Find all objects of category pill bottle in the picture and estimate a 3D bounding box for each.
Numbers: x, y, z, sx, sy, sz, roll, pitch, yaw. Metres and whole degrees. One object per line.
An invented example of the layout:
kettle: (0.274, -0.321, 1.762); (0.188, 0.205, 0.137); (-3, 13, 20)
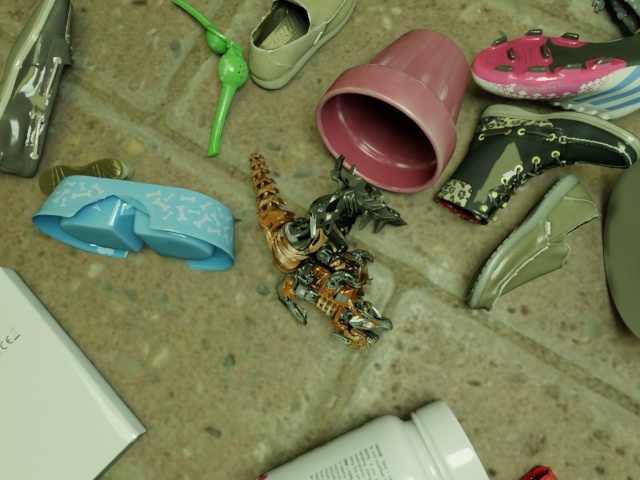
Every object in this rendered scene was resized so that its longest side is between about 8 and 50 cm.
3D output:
pill bottle: (0.064, 0.329, 0.606); (0.283, 0.160, 0.160); (-26, 79, 0)

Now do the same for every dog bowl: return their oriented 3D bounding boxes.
dog bowl: (-0.266, -0.026, 0.703); (0.297, 0.166, 0.074); (8, 69, 7)
dog bowl: (0.463, 0.006, 0.578); (0.104, 0.265, 0.265); (0, 80, 7)

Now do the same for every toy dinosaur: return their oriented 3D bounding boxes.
toy dinosaur: (0.000, 0.000, 0.685); (0.218, 0.164, 0.322); (-40, 101, 13)

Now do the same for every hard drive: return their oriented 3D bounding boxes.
hard drive: (-0.468, 0.246, 0.724); (0.233, 0.047, 0.353); (-45, 79, -4)

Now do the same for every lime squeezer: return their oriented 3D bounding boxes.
lime squeezer: (-0.175, -0.305, 0.796); (0.110, 0.059, 0.310); (-26, 76, 42)

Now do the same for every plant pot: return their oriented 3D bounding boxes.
plant pot: (0.122, -0.200, 0.692); (0.201, 0.201, 0.180); (30, 68, 9)

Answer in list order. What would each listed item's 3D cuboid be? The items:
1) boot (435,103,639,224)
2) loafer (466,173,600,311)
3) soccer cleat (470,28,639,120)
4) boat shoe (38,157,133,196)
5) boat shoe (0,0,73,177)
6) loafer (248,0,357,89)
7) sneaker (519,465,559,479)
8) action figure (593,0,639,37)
boot: (0.292, -0.093, 0.665); (0.236, 0.085, 0.179); (31, 86, 47)
loafer: (0.310, 0.014, 0.676); (0.087, 0.094, 0.251); (42, 85, 15)
soccer cleat: (0.388, -0.227, 0.690); (0.331, 0.143, 0.116); (-3, 54, 7)
boat shoe: (-0.393, -0.104, 0.786); (0.153, 0.048, 0.056); (-14, 91, 9)
boat shoe: (-0.486, -0.268, 0.806); (0.112, 0.095, 0.335); (5, 74, 42)
loafer: (-0.024, -0.372, 0.773); (0.102, 0.092, 0.268); (33, 85, 8)
sneaker: (0.346, 0.365, 0.606); (0.221, 0.087, 0.128); (-8, 79, 10)
action figure: (0.470, -0.406, 0.738); (0.063, 0.137, 0.232); (-14, 70, 15)
